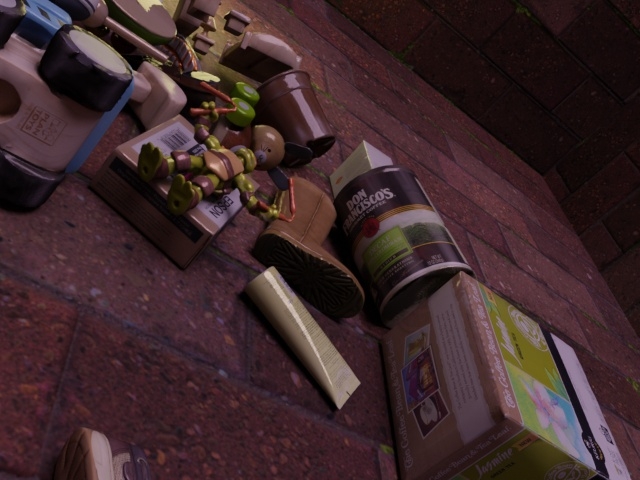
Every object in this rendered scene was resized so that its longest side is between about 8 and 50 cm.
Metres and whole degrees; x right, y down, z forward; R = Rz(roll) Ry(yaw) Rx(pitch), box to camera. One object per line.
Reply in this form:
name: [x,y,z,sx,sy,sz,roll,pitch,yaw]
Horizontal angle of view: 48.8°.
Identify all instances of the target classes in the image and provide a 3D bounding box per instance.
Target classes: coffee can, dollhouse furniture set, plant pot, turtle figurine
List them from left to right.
turtle figurine: [-0.168,-0.117,1.056,0.217,0.087,0.269,-22,78,-54]
dollhouse furniture set: [-0.126,-0.481,1.559,0.356,0.173,0.303,21,-5,-24]
plant pot: [-0.059,-0.261,1.566,0.167,0.167,0.165,-9,67,-59]
coffee can: [0.163,0.013,1.419,0.202,0.201,0.275,18,37,-43]

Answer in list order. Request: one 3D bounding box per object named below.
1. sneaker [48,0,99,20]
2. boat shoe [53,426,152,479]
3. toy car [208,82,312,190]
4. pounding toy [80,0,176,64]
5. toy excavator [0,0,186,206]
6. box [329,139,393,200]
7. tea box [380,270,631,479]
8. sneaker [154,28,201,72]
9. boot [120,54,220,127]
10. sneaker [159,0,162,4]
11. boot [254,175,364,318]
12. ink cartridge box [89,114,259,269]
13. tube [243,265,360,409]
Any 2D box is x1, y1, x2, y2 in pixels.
sneaker: [-0.508,-0.379,1.060,0.321,0.127,0.126,19,-9,-13]
boat shoe: [-0.173,0.297,0.629,0.092,0.102,0.285,15,32,-38]
toy car: [-0.118,-0.168,1.308,0.188,0.155,0.149,30,29,-17]
pounding toy: [-0.366,-0.387,1.274,0.183,0.110,0.236,36,25,-29]
toy excavator: [-0.377,-0.243,1.031,0.433,0.222,0.445,30,21,-31]
box: [0.104,-0.121,1.613,0.091,0.130,0.170,29,30,-28]
tea box: [0.301,0.289,1.196,0.324,0.220,0.329,32,29,-24]
sneaker: [-0.296,-0.390,1.480,0.083,0.084,0.214,12,40,-56]
boot: [-0.298,-0.285,1.345,0.219,0.106,0.082,22,25,19]
sneaker: [-0.438,-0.523,1.459,0.161,0.102,0.282,12,30,-43]
boot: [0.000,0.000,1.334,0.236,0.089,0.269,41,25,-10]
ink cartridge box: [-0.223,-0.088,1.133,0.193,0.088,0.234,41,25,-6]
tube: [-0.027,0.152,1.112,0.070,0.062,0.240,-38,88,-20]
